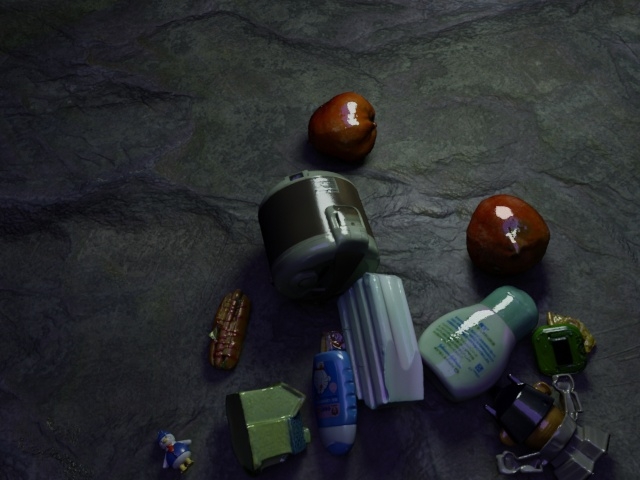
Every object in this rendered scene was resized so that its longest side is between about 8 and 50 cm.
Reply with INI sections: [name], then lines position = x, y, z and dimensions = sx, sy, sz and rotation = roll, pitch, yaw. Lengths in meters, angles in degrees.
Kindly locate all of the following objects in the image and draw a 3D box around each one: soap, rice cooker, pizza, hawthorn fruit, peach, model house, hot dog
[soap]
position = 0.158, 0.273, 1.490
dimensions = 0.115, 0.208, 0.347
rotation = 5, 57, -26
[rice cooker]
position = 0.000, 0.000, 1.606
dimensions = 0.335, 0.335, 0.325
rotation = -17, 60, 0
[pizza]
position = 0.686, 0.256, 1.520
dimensions = 0.099, 0.036, 0.160
rotation = -21, 61, -3
[hawthorn fruit]
position = 0.061, -0.371, 1.861
dimensions = 0.261, 0.224, 0.224
rotation = -8, 60, 23
[peach]
position = 0.522, -0.006, 1.560
dimensions = 0.232, 0.232, 0.256
rotation = 9, 22, 14
[model house]
position = -0.131, 0.489, 1.472
dimensions = 0.189, 0.195, 0.214
rotation = -9, 74, -23
[hot dog]
position = -0.272, 0.256, 1.650
dimensions = 0.104, 0.076, 0.250
rotation = 6, 66, 13

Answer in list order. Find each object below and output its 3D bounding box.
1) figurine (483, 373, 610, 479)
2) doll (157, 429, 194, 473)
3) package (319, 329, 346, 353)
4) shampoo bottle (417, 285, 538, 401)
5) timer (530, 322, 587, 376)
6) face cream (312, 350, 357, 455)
[figurine]
position = 0.550, 0.459, 1.376
dimensions = 0.309, 0.143, 0.308
rotation = 6, 54, -8
[doll]
position = -0.400, 0.569, 1.516
dimensions = 0.099, 0.057, 0.143
rotation = -44, 59, -13
[package]
position = 0.048, 0.310, 1.594
dimensions = 0.108, 0.031, 0.120
rotation = -3, 62, 8
[shampoo bottle]
position = 0.431, 0.259, 1.494
dimensions = 0.349, 0.151, 0.222
rotation = -37, 58, -10
[timer]
position = 0.626, 0.289, 1.462
dimensions = 0.128, 0.047, 0.140
rotation = -12, 100, 19
[face cream]
position = 0.037, 0.433, 1.480
dimensions = 0.083, 0.149, 0.264
rotation = 9, 65, -36
